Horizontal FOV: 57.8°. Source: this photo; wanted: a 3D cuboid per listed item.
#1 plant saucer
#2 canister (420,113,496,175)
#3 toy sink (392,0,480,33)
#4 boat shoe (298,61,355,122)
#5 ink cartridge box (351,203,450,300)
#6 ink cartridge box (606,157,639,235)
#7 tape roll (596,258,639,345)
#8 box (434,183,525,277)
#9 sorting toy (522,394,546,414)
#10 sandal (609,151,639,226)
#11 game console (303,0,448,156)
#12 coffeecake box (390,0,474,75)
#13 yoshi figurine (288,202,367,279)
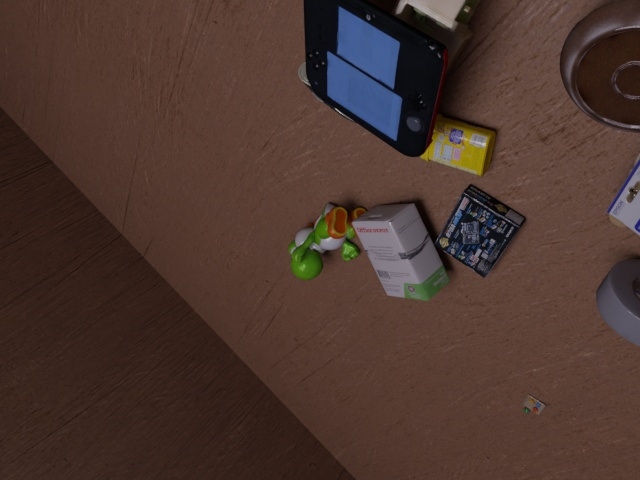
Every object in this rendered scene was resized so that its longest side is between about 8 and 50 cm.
[{"bbox_3d":[0.620,-0.322,1.128,0.310,0.050,0.311,26,151,15],"label":"plant saucer"},{"bbox_3d":[0.351,-0.244,1.482,0.169,0.073,0.126,23,134,25],"label":"canister"},{"bbox_3d":[0.267,-0.518,1.216,0.131,0.153,0.234,36,116,11],"label":"toy sink"},{"bbox_3d":[0.040,-0.416,1.640,0.233,0.084,0.079,39,178,1],"label":"boat shoe"},{"bbox_3d":[0.239,0.032,1.737,0.198,0.114,0.273,2,123,59],"label":"ink cartridge box"},{"bbox_3d":[0.754,-0.024,1.149,0.333,0.065,0.165,48,148,31],"label":"ink cartridge box"},{"bbox_3d":[0.749,0.145,1.316,0.219,0.219,0.072,30,137,20],"label":"tape roll"},{"bbox_3d":[0.434,-0.022,1.599,0.175,0.051,0.220,35,138,16],"label":"box"},{"bbox_3d":[0.678,0.535,1.853,0.062,0.012,0.083,29,136,22],"label":"sorting toy"},{"bbox_3d":[0.703,-0.111,1.264,0.088,0.079,0.240,31,137,20],"label":"sandal"},{"bbox_3d":[0.109,-0.386,1.321,0.386,0.060,0.342,38,161,21],"label":"game console"},{"bbox_3d":[0.247,-0.485,1.385,0.185,0.068,0.142,42,138,8],"label":"coffeecake box"},{"bbox_3d":[0.010,0.026,1.917,0.203,0.203,0.362,47,144,-9],"label":"yoshi figurine"}]
